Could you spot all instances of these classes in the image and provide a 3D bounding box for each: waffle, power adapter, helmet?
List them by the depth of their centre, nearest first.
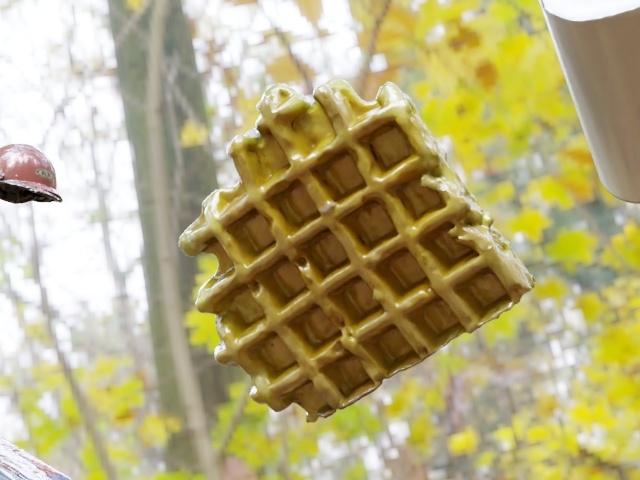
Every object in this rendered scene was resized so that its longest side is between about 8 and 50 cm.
[{"bbox_3d":[0.227,-0.137,1.315,0.124,0.187,0.255,-15,-42,13],"label":"power adapter"},{"bbox_3d":[0.000,0.000,1.356,0.229,0.219,0.057,-32,1,19],"label":"waffle"},{"bbox_3d":[-0.258,-0.060,1.689,0.084,0.049,0.065,3,-15,35],"label":"helmet"}]

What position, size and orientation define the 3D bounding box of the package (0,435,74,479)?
[{"bbox_3d":[-0.168,0.115,0.983,0.083,0.200,0.022,20,-81,-57],"label":"package"}]
